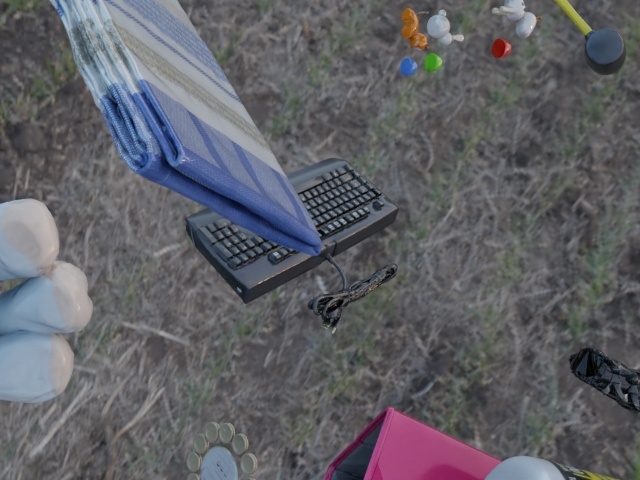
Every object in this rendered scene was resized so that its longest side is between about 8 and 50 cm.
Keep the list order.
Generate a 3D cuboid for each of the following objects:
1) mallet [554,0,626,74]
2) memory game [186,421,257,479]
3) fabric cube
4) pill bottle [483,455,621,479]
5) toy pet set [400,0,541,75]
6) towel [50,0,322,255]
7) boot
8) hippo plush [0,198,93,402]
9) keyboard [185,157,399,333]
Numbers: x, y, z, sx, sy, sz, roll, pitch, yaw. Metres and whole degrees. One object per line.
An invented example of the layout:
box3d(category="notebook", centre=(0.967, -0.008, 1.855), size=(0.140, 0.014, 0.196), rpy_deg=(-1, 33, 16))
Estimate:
box3d(category="mallet", centre=(0.232, -0.241, 0.986), size=(0.190, 0.039, 0.062), rpy_deg=(52, 13, 4))
box3d(category="memory game", centre=(-0.175, 0.413, 1.777), size=(0.012, 0.186, 0.186), rpy_deg=(7, 50, -48))
box3d(category="fabric cube", centre=(0.117, 0.391, 1.176), size=(0.258, 0.259, 0.254), rpy_deg=(26, 58, -2))
box3d(category="pill bottle", centre=(0.320, 0.340, 0.995), size=(0.334, 0.188, 0.188), rpy_deg=(17, 51, -14))
box3d(category="toy pet set", centre=(0.129, -0.194, 0.819), size=(0.065, 0.122, 0.114), rpy_deg=(-1, 92, -36))
box3d(category="towel", centre=(-0.111, -0.121, 0.661), size=(0.285, 0.034, 0.209), rpy_deg=(58, 13, 25))
box3d(category="boot", centre=(0.292, 0.138, 1.001), size=(0.099, 0.121, 0.045), rpy_deg=(26, 90, -11))
box3d(category="hippo plush", centre=(-0.387, 0.079, 1.087), size=(0.234, 0.236, 0.294), rpy_deg=(28, 85, -23))
box3d(category="keyboard", centre=(0.000, 0.000, 1.197), size=(0.201, 0.033, 0.317), rpy_deg=(47, 39, 12))
